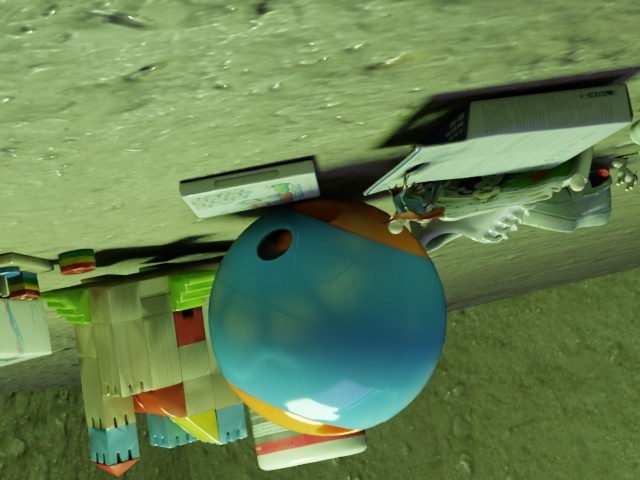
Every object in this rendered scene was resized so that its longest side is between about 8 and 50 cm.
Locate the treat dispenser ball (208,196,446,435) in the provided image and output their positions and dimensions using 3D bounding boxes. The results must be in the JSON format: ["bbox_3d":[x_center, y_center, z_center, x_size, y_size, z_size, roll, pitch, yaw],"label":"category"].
[{"bbox_3d":[0.008,0.091,1.789,0.288,0.288,0.288,-11,172,-1],"label":"treat dispenser ball"}]

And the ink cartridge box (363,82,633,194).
[{"bbox_3d":[0.170,-0.102,1.506,0.224,0.045,0.223,-8,173,-14],"label":"ink cartridge box"}]

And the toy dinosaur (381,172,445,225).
[{"bbox_3d":[0.099,-0.031,1.498,0.047,0.090,0.082,2,-146,-14],"label":"toy dinosaur"}]

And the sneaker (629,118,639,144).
[{"bbox_3d":[0.430,-0.129,1.638,0.190,0.071,0.083,0,176,-13],"label":"sneaker"}]

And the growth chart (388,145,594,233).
[{"bbox_3d":[0.196,-0.066,1.677,0.237,0.021,0.172,-13,-160,10],"label":"growth chart"}]

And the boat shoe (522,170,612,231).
[{"bbox_3d":[0.316,-0.059,1.928,0.079,0.081,0.227,14,-167,32],"label":"boat shoe"}]

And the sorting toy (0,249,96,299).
[{"bbox_3d":[-0.424,0.058,1.853,0.274,0.046,0.132,-12,172,11],"label":"sorting toy"}]

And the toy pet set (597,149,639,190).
[{"bbox_3d":[0.440,-0.105,1.905,0.114,0.065,0.122,32,149,-23],"label":"toy pet set"}]

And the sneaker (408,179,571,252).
[{"bbox_3d":[0.219,-0.044,1.824,0.258,0.091,0.094,-16,172,40],"label":"sneaker"}]

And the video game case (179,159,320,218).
[{"bbox_3d":[-0.074,-0.054,1.618,0.143,0.019,0.157,-11,173,1],"label":"video game case"}]

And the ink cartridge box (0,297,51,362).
[{"bbox_3d":[-0.514,0.140,2.159,0.154,0.093,0.212,-14,173,19],"label":"ink cartridge box"}]

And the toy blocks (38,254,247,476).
[{"bbox_3d":[-0.180,0.166,2.022,0.381,0.261,0.190,-12,-172,-40],"label":"toy blocks"}]

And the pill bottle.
[{"bbox_3d":[-0.039,0.190,2.329,0.176,0.319,0.176,-11,173,-1],"label":"pill bottle"}]
